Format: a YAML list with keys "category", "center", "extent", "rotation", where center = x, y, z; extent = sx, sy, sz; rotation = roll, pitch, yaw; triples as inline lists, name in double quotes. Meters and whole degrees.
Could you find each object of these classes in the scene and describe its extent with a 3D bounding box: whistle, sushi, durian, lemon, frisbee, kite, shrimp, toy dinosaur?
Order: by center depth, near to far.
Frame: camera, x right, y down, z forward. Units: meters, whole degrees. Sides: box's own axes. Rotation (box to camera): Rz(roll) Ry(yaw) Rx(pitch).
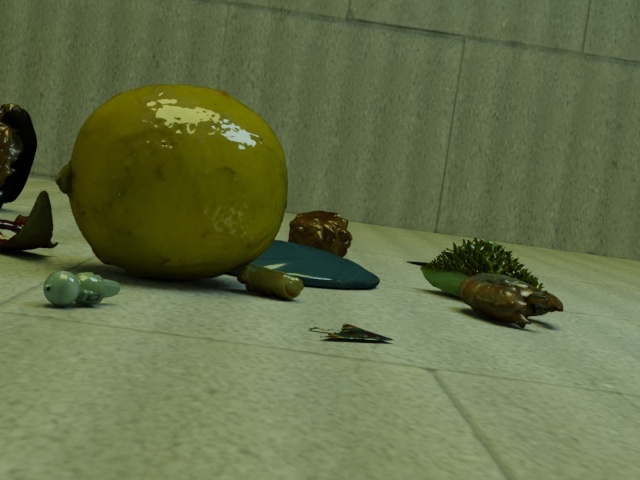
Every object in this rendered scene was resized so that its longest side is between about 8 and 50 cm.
- category: "whistle"
  center: [-0.236, 0.047, 1.053]
  extent: [0.035, 0.035, 0.100]
  rotation: [10, 3, 32]
- category: "kite"
  center: [0.032, 0.096, 1.099]
  extent: [0.090, 0.004, 0.122]
  rotation: [8, 4, 7]
- category: "lemon"
  center: [-0.176, -0.072, 1.352]
  extent: [0.284, 0.260, 0.260]
  rotation: [26, -1, -14]
- category: "shrimp"
  center: [0.261, 0.072, 1.423]
  extent: [0.133, 0.051, 0.187]
  rotation: [-6, 15, -13]
- category: "toy dinosaur"
  center: [-0.466, -0.050, 1.450]
  extent: [0.207, 0.112, 0.327]
  rotation: [6, 6, -24]
- category: "durian"
  center: [0.260, 0.050, 1.605]
  extent: [0.137, 0.095, 0.221]
  rotation: [0, 18, -32]
- category: "frisbee"
  center: [-0.052, 0.026, 1.621]
  extent: [0.290, 0.049, 0.289]
  rotation: [8, 4, -1]
- category: "sushi"
  center: [-0.657, -0.162, 2.026]
  extent: [0.213, 0.203, 0.200]
  rotation: [3, 8, 6]

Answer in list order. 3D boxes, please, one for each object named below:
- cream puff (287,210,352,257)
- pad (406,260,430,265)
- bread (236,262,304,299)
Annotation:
- category: "cream puff"
  center: [0.000, 0.000, 1.865]
  extent: [0.116, 0.094, 0.122]
  rotation: [5, 27, 8]
- category: "pad"
  center: [0.282, 0.056, 2.188]
  extent: [0.193, 0.004, 0.116]
  rotation: [5, 5, -34]
- category: "bread"
  center: [-0.062, 0.053, 1.328]
  extent: [0.088, 0.033, 0.049]
  rotation: [14, -8, 24]
